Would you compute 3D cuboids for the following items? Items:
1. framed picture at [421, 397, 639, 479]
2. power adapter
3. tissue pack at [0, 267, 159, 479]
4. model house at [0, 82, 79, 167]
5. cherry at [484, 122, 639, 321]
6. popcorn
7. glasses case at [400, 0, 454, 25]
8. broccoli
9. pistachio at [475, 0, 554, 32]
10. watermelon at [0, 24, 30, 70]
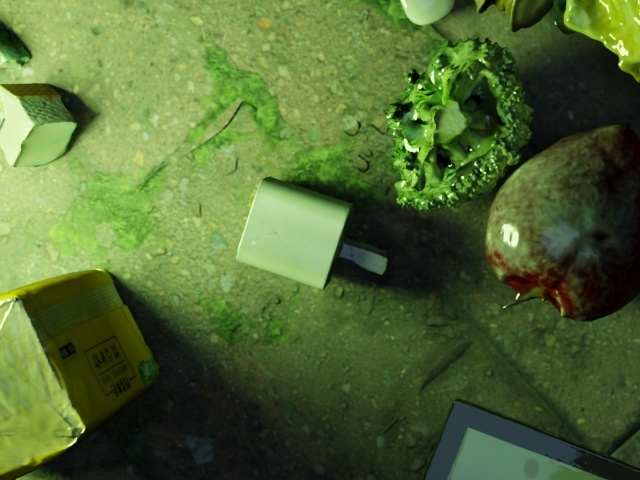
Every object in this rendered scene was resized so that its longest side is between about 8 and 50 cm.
[{"bbox_3d":[0.309,0.410,1.857,0.347,0.016,0.265,20,96,4],"label":"framed picture"},{"bbox_3d":[0.000,0.000,1.796,0.204,0.130,0.125,19,96,5],"label":"power adapter"},{"bbox_3d":[-0.421,0.192,1.729,0.293,0.382,0.228,-23,90,8],"label":"tissue pack"},{"bbox_3d":[-0.422,-0.174,1.855,0.100,0.087,0.101,56,131,22],"label":"model house"},{"bbox_3d":[0.349,-0.023,1.725,0.230,0.203,0.300,29,89,10],"label":"cherry"},{"bbox_3d":[0.503,-0.324,1.647,0.292,0.237,0.293,2,81,-12],"label":"popcorn"},{"bbox_3d":[0.127,-0.398,1.791,0.074,0.049,0.193,-22,91,7],"label":"glasses case"},{"bbox_3d":[0.183,-0.151,1.746,0.226,0.176,0.198,-39,72,-16],"label":"broccoli"},{"bbox_3d":[0.288,-0.389,1.738,0.129,0.131,0.206,29,103,11],"label":"pistachio"},{"bbox_3d":[-0.531,-0.267,1.861,0.187,0.071,0.139,22,101,3],"label":"watermelon"}]
